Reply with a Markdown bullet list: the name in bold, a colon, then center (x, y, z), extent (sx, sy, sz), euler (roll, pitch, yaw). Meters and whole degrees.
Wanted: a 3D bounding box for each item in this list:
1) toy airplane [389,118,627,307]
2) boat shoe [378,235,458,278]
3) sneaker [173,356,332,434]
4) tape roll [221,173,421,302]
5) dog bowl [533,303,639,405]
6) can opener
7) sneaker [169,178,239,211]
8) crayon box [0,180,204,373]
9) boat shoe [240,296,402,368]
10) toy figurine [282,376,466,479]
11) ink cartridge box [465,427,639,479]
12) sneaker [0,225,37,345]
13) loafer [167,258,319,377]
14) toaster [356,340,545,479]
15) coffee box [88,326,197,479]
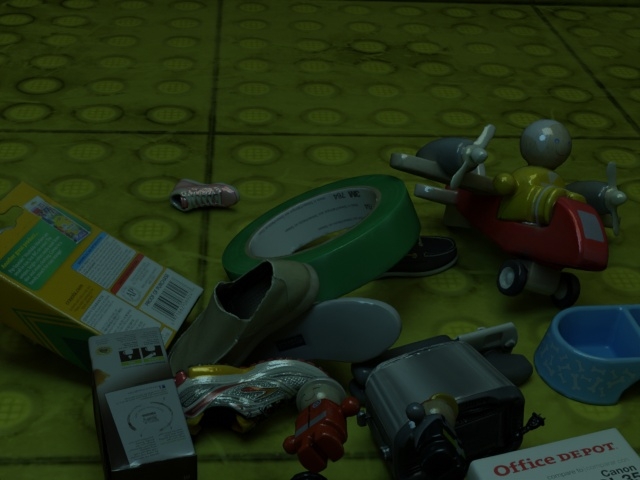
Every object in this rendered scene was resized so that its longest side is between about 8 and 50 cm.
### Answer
- **toy airplane**: center (0.340, -0.089, 1.613), extent (0.384, 0.272, 0.386), euler (27, 19, 15)
- **boat shoe**: center (0.138, 0.018, 1.619), extent (0.227, 0.069, 0.081), euler (-8, 33, -17)
- **sneaker**: center (-0.089, 0.222, 1.274), extent (0.225, 0.088, 0.093), euler (-5, 53, -12)
- **tape roll**: center (0.000, 0.000, 1.504), extent (0.321, 0.077, 0.321), euler (-21, 21, 8)
- **dog bowl**: center (0.476, 0.165, 1.408), extent (0.297, 0.074, 0.166), euler (-2, 32, -6)
- **can opener**: center (0.178, 0.181, 1.353), extent (0.280, 0.074, 0.093), euler (-9, 34, -19)
- **sneaker**: center (-0.225, -0.078, 1.764), extent (0.134, 0.051, 0.070), euler (11, 34, 18)
- **crayon box**: center (-0.356, 0.068, 1.363), extent (0.323, 0.083, 0.203), euler (32, 33, -5)
- **boat shoe**: center (0.001, 0.132, 1.344), extent (0.267, 0.096, 0.088), euler (-20, 9, 28)
- **toy figurine**: center (0.058, 0.272, 1.071), extent (0.209, 0.213, 0.148), euler (5, 19, -1)
- **ink cartridge box**: center (0.305, 0.359, 1.032), extent (0.207, 0.117, 0.283), euler (-9, 34, -15)
- **sneaker**: center (-0.436, 0.042, 1.477), extent (0.169, 0.108, 0.292), euler (-23, 40, -21)
- **loafer**: center (-0.127, 0.109, 1.305), extent (0.268, 0.092, 0.102), euler (-40, 44, 12)
- **toaster**: center (0.165, 0.221, 1.231), extent (0.227, 0.129, 0.146), euler (-16, 34, -17)
- **coffee box**: center (-0.225, 0.240, 1.159), extent (0.098, 0.141, 0.246), euler (-7, 32, -17)
